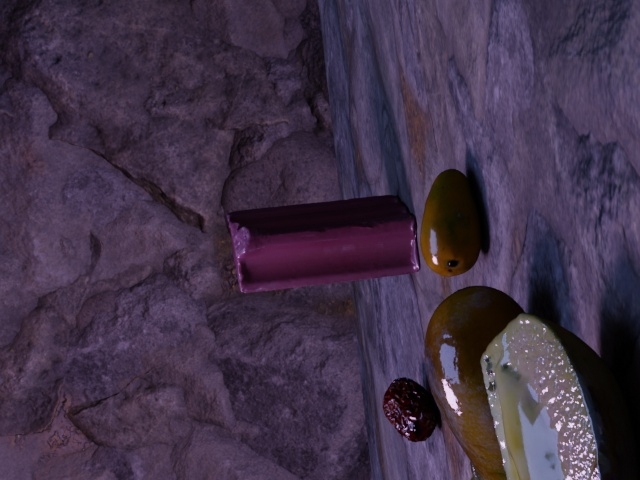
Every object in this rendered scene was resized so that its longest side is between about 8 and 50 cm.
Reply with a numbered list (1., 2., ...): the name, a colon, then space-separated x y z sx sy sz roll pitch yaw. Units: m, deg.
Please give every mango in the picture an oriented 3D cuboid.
1. mango: 0.190 -0.028 1.737 0.111 0.089 0.163 117 154 -83
2. mango: 0.219 0.199 1.475 0.193 0.146 0.316 -106 -4 -66

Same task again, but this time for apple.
1. apple: 0.255 0.199 1.173 0.193 0.120 0.265 126 135 -64

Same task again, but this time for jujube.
1. jujube: 0.178 0.342 2.355 0.166 0.104 0.104 -109 13 -60

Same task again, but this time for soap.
1. soap: 0.000 0.000 2.388 0.233 0.359 0.128 -117 21 -74

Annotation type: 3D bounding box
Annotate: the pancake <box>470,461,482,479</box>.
1. pancake: 0.267 0.441 1.818 0.253 0.037 0.254 174 90 -84
